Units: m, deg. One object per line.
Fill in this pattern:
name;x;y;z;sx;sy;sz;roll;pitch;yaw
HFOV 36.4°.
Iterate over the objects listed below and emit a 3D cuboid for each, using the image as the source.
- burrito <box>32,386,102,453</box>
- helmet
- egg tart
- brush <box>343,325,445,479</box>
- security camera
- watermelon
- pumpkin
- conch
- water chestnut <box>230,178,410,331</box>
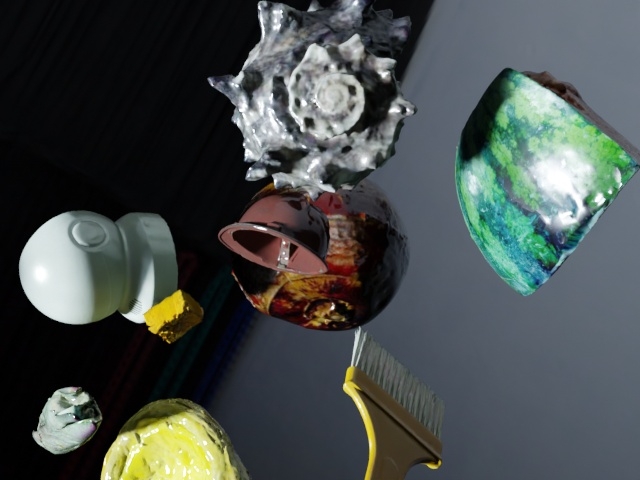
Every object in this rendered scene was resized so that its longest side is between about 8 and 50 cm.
burrito;-0.419;0.300;1.596;0.096;0.066;0.309;42;151;-5
helmet;-0.032;-0.014;0.848;0.111;0.057;0.089;2;154;47
egg tart;-0.233;0.446;1.655;0.345;0.345;0.132;23;-176;36
brush;0.042;0.173;0.672;0.103;0.013;0.272;43;-149;-16
security camera;-0.374;0.050;1.605;0.236;0.195;0.194;-4;-169;-28
watermelon;0.268;-0.086;1.293;0.222;0.292;0.319;42;-152;4
pumpkin;-0.221;0.112;1.470;0.054;0.074;0.083;56;-179;26
conch;0.012;-0.191;1.190;0.240;0.313;0.186;10;149;24
water chestnut;0.000;0.000;1.810;0.350;0.302;0.350;2;146;1
